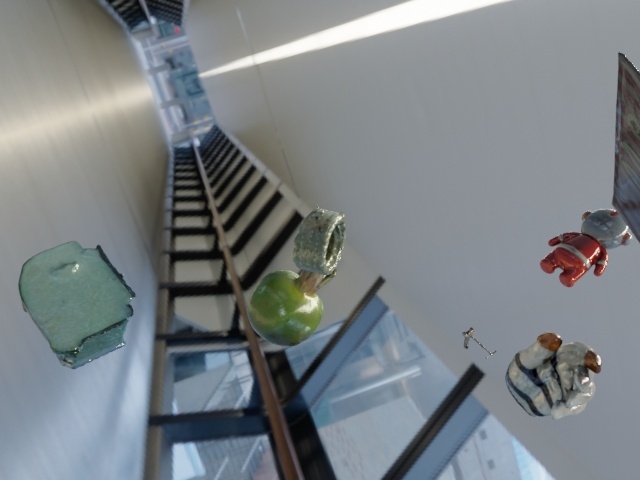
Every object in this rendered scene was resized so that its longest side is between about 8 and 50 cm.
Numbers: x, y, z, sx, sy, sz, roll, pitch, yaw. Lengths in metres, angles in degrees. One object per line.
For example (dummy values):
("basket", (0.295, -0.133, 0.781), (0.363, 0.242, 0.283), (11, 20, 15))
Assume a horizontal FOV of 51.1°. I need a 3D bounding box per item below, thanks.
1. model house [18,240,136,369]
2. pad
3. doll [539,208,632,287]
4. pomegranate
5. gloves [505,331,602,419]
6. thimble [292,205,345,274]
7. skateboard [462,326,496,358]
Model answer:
("model house", (-0.314, 0.102, 0.867), (0.148, 0.119, 0.148), (45, -35, 19))
("pad", (0.329, -0.019, 0.625), (0.300, 0.005, 0.202), (46, 19, -60))
("doll", (0.603, 0.001, 1.491), (0.142, 0.245, 0.076), (41, -17, 37))
("pomegranate", (-0.076, 0.175, 1.984), (0.236, 0.302, 0.236), (36, 26, -21))
("gloves", (0.419, 0.236, 1.161), (0.218, 0.132, 0.140), (-46, -130, 54))
("thimble", (0.000, 0.000, 1.115), (0.084, 0.062, 0.109), (35, 68, -65))
("skateboard", (0.360, 0.247, 1.534), (0.083, 0.032, 0.063), (43, -33, 41))
